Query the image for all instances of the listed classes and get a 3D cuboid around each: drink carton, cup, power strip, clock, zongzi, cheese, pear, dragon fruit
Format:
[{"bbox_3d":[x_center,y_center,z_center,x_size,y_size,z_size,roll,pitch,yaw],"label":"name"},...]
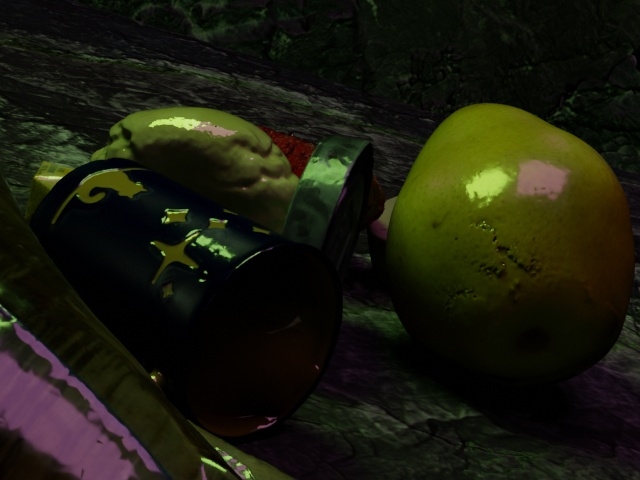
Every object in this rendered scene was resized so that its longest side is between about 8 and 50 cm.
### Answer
[{"bbox_3d":[-0.231,-0.031,1.326,0.200,0.074,0.084,15,17,-8],"label":"drink carton"},{"bbox_3d":[-0.158,0.041,0.985,0.256,0.178,0.255,27,17,38],"label":"cup"},{"bbox_3d":[0.136,-0.002,1.496,0.154,0.078,0.154,-8,27,4],"label":"power strip"},{"bbox_3d":[0.000,0.000,1.186,0.049,0.226,0.226,18,16,8],"label":"clock"},{"bbox_3d":[-0.164,0.069,0.704,0.403,0.207,0.432,20,34,8],"label":"zongzi"},{"bbox_3d":[-0.137,-0.033,1.191,0.226,0.214,0.117,21,20,-9],"label":"cheese"},{"bbox_3d":[0.210,-0.004,1.267,0.285,0.285,0.336,16,56,-1],"label":"pear"},{"bbox_3d":[-0.018,-0.048,1.445,0.189,0.162,0.262,13,4,-35],"label":"dragon fruit"}]

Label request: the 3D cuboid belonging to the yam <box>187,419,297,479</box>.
[{"bbox_3d":[-0.013,0.203,0.764,0.372,0.083,0.083,26,18,20],"label":"yam"}]
